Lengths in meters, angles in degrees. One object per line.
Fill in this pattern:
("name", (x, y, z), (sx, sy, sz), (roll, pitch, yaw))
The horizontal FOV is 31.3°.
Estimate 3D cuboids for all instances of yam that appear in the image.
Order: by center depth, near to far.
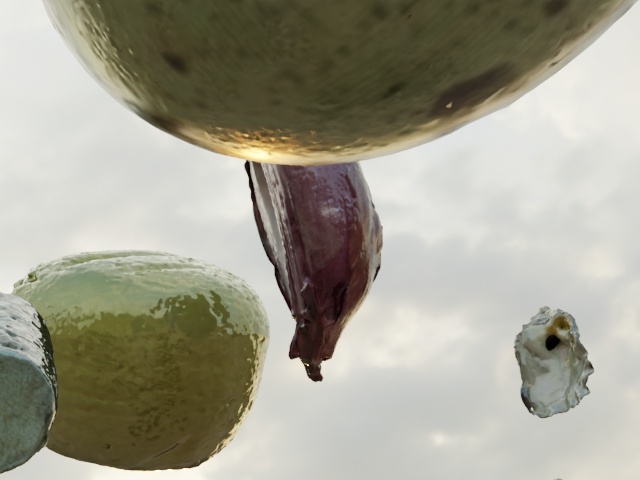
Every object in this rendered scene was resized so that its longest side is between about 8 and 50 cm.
("yam", (-0.279, 0.120, 0.977), (0.107, 0.107, 0.194), (-1, 13, -16))

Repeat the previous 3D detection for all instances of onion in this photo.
("onion", (0.000, 0.000, 1.172), (0.120, 0.284, 0.227), (-10, -8, -9))

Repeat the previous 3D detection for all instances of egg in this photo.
("egg", (0.033, -0.199, 0.545), (0.379, 0.287, 0.287), (-41, -37, 8))

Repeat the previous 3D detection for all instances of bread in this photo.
("bread", (-0.218, 0.122, 1.352), (0.320, 0.320, 0.237), (7, -71, -27))

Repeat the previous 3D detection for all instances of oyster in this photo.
("oyster", (0.265, 0.141, 1.322), (0.122, 0.146, 0.045), (-49, -50, -6))

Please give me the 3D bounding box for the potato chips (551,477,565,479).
("potato chips", (0.295, 0.262, 1.013), (0.204, 0.037, 0.026), (27, 1, 23))
